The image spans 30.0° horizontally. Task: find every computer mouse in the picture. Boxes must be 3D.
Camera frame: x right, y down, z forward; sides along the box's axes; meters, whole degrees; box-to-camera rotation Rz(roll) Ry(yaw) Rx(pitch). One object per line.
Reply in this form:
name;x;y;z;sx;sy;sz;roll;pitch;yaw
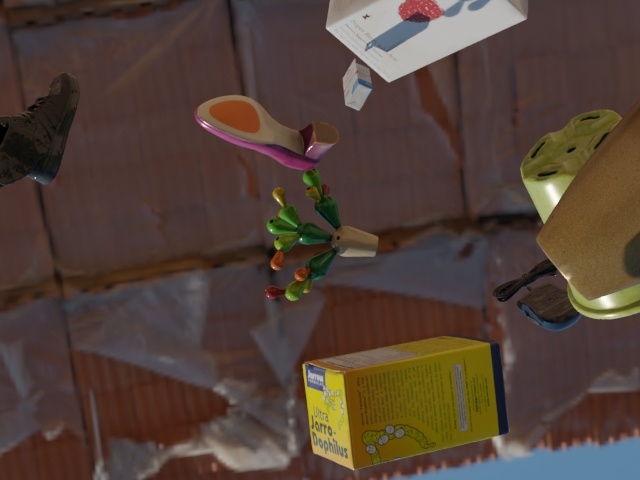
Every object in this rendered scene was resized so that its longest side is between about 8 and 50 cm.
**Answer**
computer mouse;0.497;0.117;2.491;0.184;0.060;0.262;-30;-158;-15

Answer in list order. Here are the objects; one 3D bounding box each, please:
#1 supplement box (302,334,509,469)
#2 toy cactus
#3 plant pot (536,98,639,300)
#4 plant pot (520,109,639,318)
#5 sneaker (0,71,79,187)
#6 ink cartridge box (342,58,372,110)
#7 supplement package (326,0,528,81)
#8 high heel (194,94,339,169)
supplement box;0.171;0.317;2.400;0.357;0.195;0.194;-8;-176;-24
toy cactus;0.000;0.000;1.926;0.181;0.219;0.112;11;160;-5
plant pot;0.439;-0.038;1.676;0.254;0.237;0.237;-41;-178;13
plant pot;0.461;-0.060;1.915;0.276;0.254;0.276;-32;-158;15
sneaker;-0.338;-0.131;1.375;0.089;0.170;0.051;23;156;-37
ink cartridge box;0.062;-0.263;1.998;0.028;0.048;0.083;20;-145;-19
supplement package;0.181;-0.426;1.999;0.293;0.175;0.177;-21;138;38
high heel;-0.099;-0.156;1.831;0.244;0.082;0.117;3;156;-34
